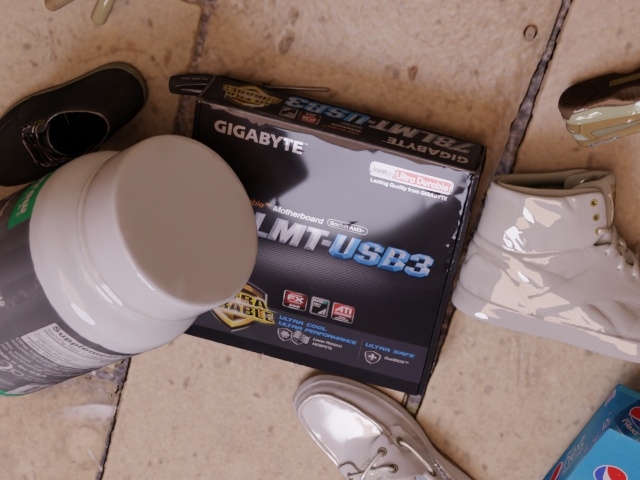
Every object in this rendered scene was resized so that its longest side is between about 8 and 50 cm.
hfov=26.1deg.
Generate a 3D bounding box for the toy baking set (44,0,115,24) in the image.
[{"bbox_3d":[-0.245,-0.336,1.343,0.197,0.030,0.256,42,130,3],"label":"toy baking set"}]

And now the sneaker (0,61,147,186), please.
[{"bbox_3d":[-0.292,-0.108,1.451,0.222,0.118,0.083,-29,106,25],"label":"sneaker"}]

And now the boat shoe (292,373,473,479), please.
[{"bbox_3d":[0.080,0.260,1.557,0.277,0.096,0.098,38,119,-6],"label":"boat shoe"}]

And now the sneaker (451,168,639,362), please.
[{"bbox_3d":[0.293,0.020,1.377,0.293,0.108,0.169,12,110,-3],"label":"sneaker"}]

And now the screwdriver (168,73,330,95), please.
[{"bbox_3d":[-0.074,-0.160,1.433,0.170,0.025,0.024,1,116,4],"label":"screwdriver"}]

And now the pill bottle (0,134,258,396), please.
[{"bbox_3d":[-0.241,0.029,1.404,0.361,0.204,0.204,-22,110,43],"label":"pill bottle"}]

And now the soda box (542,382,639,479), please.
[{"bbox_3d":[0.300,0.249,1.484,0.071,0.067,0.210,25,136,0],"label":"soda box"}]

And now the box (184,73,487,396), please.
[{"bbox_3d":[0.000,0.000,1.449,0.296,0.073,0.293,16,125,6],"label":"box"}]

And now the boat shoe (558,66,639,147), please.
[{"bbox_3d":[0.328,-0.131,1.323,0.190,0.068,0.072,-10,126,29],"label":"boat shoe"}]
